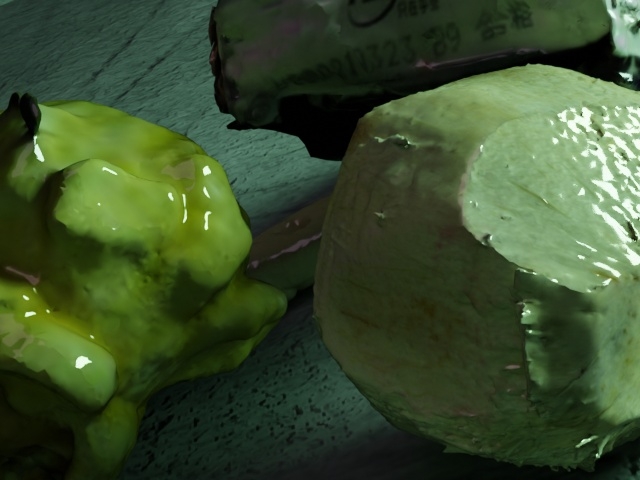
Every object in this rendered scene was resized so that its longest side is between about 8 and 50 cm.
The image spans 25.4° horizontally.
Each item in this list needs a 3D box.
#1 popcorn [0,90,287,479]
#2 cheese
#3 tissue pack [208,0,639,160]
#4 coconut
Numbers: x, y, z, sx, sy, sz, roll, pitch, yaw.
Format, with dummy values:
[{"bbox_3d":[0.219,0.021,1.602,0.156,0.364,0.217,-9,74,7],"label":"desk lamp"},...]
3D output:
[{"bbox_3d":[-0.162,0.024,0.782,0.286,0.215,0.252,-10,21,33],"label":"popcorn"},{"bbox_3d":[0.000,0.000,0.916,0.194,0.043,0.065,-29,18,-14],"label":"cheese"},{"bbox_3d":[0.116,-0.112,0.842,0.245,0.123,0.332,-12,-4,31],"label":"tissue pack"},{"bbox_3d":[0.087,0.011,0.632,0.194,0.194,0.194,-18,22,8],"label":"coconut"}]
